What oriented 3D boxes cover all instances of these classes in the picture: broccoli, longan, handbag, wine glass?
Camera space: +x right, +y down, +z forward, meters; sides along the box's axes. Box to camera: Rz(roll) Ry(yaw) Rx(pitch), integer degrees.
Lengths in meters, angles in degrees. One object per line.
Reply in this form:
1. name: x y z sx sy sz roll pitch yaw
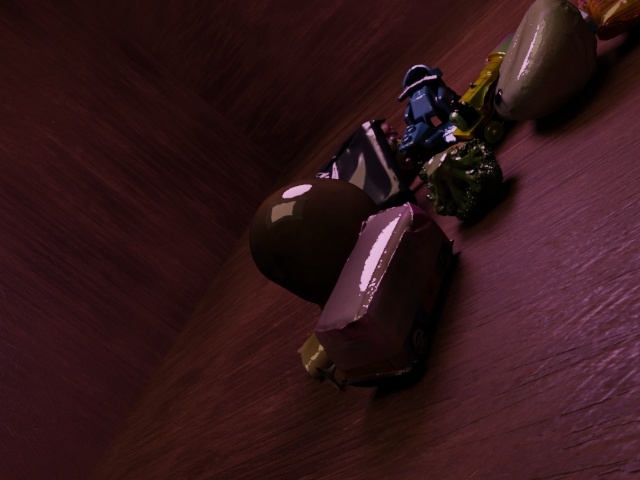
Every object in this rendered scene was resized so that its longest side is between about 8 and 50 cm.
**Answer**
1. broccoli: 0.300 -0.136 1.471 0.195 0.156 0.195 -45 26 30
2. longan: 0.000 0.000 1.561 0.319 0.319 0.319 -47 14 15
3. handbag: 0.145 -0.133 1.789 0.275 0.178 0.302 -43 49 27
4. wine glass: 0.093 0.193 1.455 0.262 0.074 0.074 -51 13 -14

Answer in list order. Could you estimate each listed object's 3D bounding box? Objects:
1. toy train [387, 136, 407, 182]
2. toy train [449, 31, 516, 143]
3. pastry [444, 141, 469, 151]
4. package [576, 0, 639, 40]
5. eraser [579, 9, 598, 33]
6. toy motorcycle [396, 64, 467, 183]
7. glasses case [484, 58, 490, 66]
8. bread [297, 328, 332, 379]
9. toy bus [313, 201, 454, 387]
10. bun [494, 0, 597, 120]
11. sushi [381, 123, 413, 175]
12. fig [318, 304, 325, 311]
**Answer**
1. toy train: 0.210 -0.193 1.921 0.060 0.081 0.202 -88 2 -66
2. toy train: 0.430 -0.360 1.663 0.296 0.160 0.100 -51 20 -4
3. pastry: 0.330 -0.166 1.611 0.156 0.092 0.156 -43 22 22
4. package: 0.678 -0.535 1.458 0.223 0.108 0.288 -37 25 27
5. eraser: 0.698 -0.585 1.626 0.225 0.052 0.095 -45 12 23
6. toy motorcycle: 0.294 -0.334 1.871 0.172 0.232 0.416 -23 29 40
7. glasses case: 0.500 -0.468 1.854 0.070 0.102 0.193 -38 17 21
8. bread: 0.026 0.227 1.590 0.178 0.060 0.139 -49 13 3
9. toy bus: 0.135 0.083 1.321 0.171 0.162 0.386 -14 33 36
10. bun: 0.501 -0.380 1.477 0.283 0.179 0.283 -160 90 -87
11. sushi: 0.169 -0.213 2.095 0.270 0.171 0.236 -44 15 34
12. fig: 0.034 0.116 1.709 0.119 0.153 0.119 -23 18 8
